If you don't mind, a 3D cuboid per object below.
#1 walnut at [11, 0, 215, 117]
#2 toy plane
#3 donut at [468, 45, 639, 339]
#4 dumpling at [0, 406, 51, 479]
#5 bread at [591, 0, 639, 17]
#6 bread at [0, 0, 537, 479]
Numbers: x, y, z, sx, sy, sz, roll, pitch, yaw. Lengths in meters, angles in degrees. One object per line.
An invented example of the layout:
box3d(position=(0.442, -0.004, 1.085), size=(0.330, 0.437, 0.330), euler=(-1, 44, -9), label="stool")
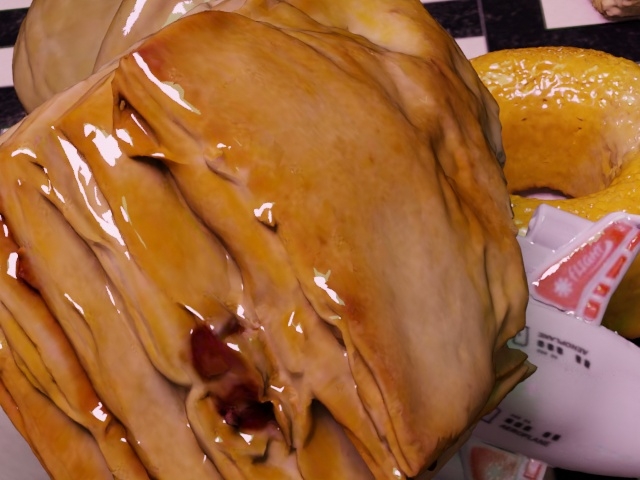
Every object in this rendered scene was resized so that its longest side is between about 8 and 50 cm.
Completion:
box3d(position=(-0.080, -0.132, 1.038), size=(0.282, 0.253, 0.277), euler=(43, 62, 0), label="walnut")
box3d(position=(0.162, 0.100, 0.884), size=(0.252, 0.118, 0.252), euler=(0, 90, 1), label="toy plane")
box3d(position=(0.173, -0.044, 1.033), size=(0.278, 0.108, 0.277), euler=(-4, 50, 5), label="donut")
box3d(position=(-0.164, 0.063, 0.929), size=(0.321, 0.270, 0.212), euler=(12, 13, 8), label="dumpling")
box3d(position=(0.324, -0.296, 1.194), size=(0.204, 0.162, 0.262), euler=(-17, 27, -4), label="bread")
box3d(position=(0.000, 0.000, 0.735), size=(0.370, 0.191, 0.314), euler=(-36, 93, -44), label="bread")
